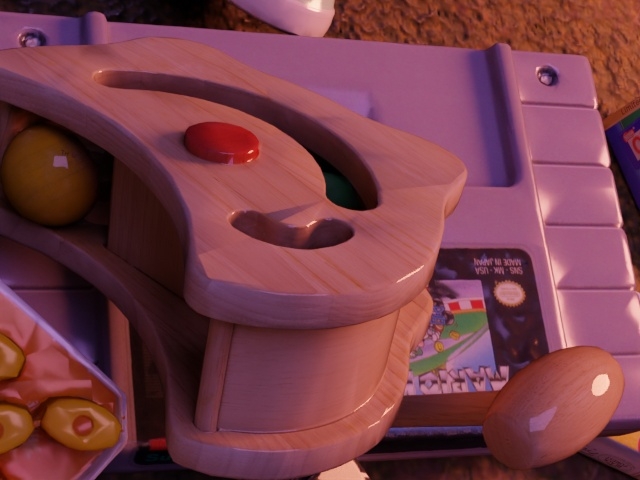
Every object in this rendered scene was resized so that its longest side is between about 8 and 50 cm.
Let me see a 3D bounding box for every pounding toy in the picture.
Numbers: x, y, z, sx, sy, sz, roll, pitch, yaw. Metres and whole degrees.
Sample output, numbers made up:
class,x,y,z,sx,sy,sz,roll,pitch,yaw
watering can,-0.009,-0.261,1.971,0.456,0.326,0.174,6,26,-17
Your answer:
class,x,y,z,sx,sy,sz,roll,pitch,yaw
pounding toy,-0.031,0.035,0.485,0.269,0.154,0.154,27,33,26

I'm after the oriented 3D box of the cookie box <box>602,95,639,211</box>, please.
class,x,y,z,sx,sy,sz,roll,pitch,yaw
cookie box,0.242,-0.051,0.790,0.040,0.092,0.107,-11,74,-35

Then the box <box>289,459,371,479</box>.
class,x,y,z,sx,sy,sz,roll,pitch,yaw
box,0.014,0.275,0.493,0.307,0.076,0.242,54,41,-3

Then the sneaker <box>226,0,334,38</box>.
class,x,y,z,sx,sy,sz,roll,pitch,yaw
sneaker,-0.043,-0.242,0.668,0.256,0.151,0.094,53,22,6

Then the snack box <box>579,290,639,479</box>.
class,x,y,z,sx,sy,sz,roll,pitch,yaw
snack box,0.164,0.074,0.726,0.141,0.037,0.100,26,59,-15

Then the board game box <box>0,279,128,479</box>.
class,x,y,z,sx,sy,sz,roll,pitch,yaw
board game box,-0.326,0.072,0.386,0.390,0.050,0.390,43,74,-6

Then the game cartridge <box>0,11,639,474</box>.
class,x,y,z,sx,sy,sz,roll,pitch,yaw
game cartridge,0.000,0.000,0.635,0.355,0.068,0.230,1,64,-20
